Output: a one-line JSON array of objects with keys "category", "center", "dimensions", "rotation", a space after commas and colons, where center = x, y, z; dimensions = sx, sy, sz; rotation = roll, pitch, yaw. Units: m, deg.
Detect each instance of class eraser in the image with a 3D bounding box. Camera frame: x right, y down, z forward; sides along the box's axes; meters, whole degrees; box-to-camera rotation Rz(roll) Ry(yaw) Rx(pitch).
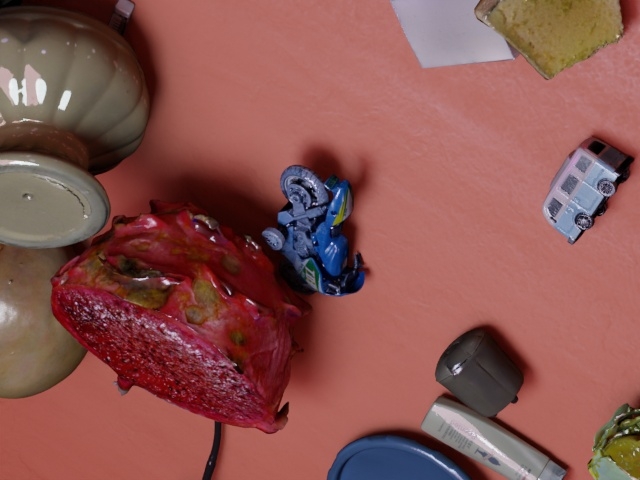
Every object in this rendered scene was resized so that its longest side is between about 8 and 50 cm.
[{"category": "eraser", "center": [0.164, -0.260, 1.745], "dimensions": [0.150, 0.023, 0.104], "rotation": [1, 128, 46]}, {"category": "eraser", "center": [-0.287, -0.296, 2.018], "dimensions": [0.027, 0.019, 0.099], "rotation": [26, 129, -4]}]

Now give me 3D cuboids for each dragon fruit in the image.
[{"category": "dragon fruit", "center": [-0.176, 0.092, 2.025], "dimensions": [0.386, 0.249, 0.371], "rotation": [36, 157, -16]}]

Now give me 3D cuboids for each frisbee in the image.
[{"category": "frisbee", "center": [0.141, 0.408, 2.166], "dimensions": [0.289, 0.049, 0.290], "rotation": [16, 124, 25]}]

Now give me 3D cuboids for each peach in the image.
[{"category": "peach", "center": [-0.482, 0.093, 2.223], "dimensions": [0.292, 0.247, 0.292], "rotation": [-1, 89, 32]}]

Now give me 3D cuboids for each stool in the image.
[{"category": "stool", "center": [0.218, 0.183, 1.964], "dimensions": [0.110, 0.096, 0.096], "rotation": [42, 130, -5]}]

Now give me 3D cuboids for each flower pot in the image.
[{"category": "flower pot", "center": [-0.388, -0.143, 1.950], "dimensions": [0.307, 0.244, 0.307], "rotation": [-1, 146, -1]}]

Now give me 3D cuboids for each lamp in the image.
[{"category": "lamp", "center": [-0.182, 0.329, 2.267], "dimensions": [0.130, 0.108, 0.371], "rotation": [26, 127, 15]}]

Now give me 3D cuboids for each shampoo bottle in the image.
[{"category": "shampoo bottle", "center": [0.246, 0.294, 2.040], "dimensions": [0.212, 0.049, 0.072], "rotation": [30, 124, 11]}]

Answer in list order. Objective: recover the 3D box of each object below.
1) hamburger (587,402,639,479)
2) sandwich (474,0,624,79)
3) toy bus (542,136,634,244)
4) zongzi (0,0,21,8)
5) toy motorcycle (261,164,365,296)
[{"category": "hamburger", "center": [0.467, 0.295, 1.862], "dimensions": [0.214, 0.125, 0.235], "rotation": [40, 144, -9]}, {"category": "sandwich", "center": [0.296, -0.281, 1.647], "dimensions": [0.162, 0.058, 0.193], "rotation": [37, 101, -23]}, {"category": "toy bus", "center": [0.324, -0.064, 1.779], "dimensions": [0.075, 0.060, 0.123], "rotation": [37, 127, 12]}, {"category": "zongzi", "center": [-0.448, -0.416, 1.955], "dimensions": [0.319, 0.362, 0.383], "rotation": [35, 91, 11]}, {"category": "toy motorcycle", "center": [0.000, 0.000, 1.976], "dimensions": [0.135, 0.092, 0.254], "rotation": [25, 141, 21]}]
